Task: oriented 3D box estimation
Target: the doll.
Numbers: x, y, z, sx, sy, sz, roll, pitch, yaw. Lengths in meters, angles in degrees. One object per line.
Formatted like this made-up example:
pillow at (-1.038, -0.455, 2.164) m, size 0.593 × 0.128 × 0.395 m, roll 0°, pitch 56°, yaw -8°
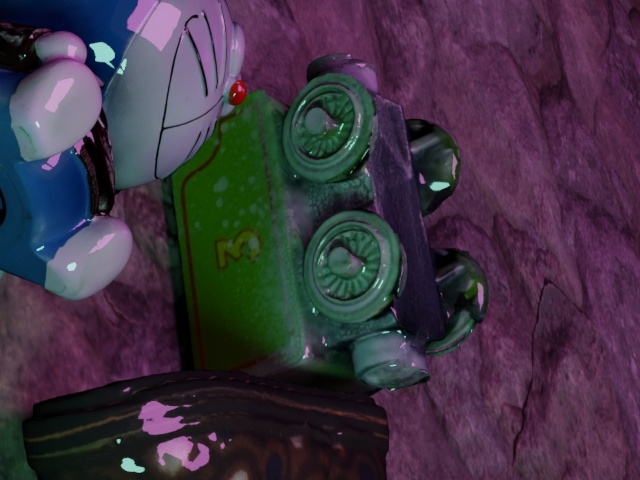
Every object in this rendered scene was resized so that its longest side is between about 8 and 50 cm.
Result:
doll at (-0.191, -0.128, 1.383) m, size 0.310 × 0.240 × 0.284 m, roll -54°, pitch 163°, yaw -42°

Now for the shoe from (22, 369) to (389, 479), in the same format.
shoe at (-0.077, 0.232, 1.430) m, size 0.384 × 0.171 × 0.237 m, roll 14°, pitch 67°, yaw -55°

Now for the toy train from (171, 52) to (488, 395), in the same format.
toy train at (0.000, 0.000, 1.616) m, size 0.173 × 0.249 × 0.307 m, roll 20°, pitch 55°, yaw -53°
